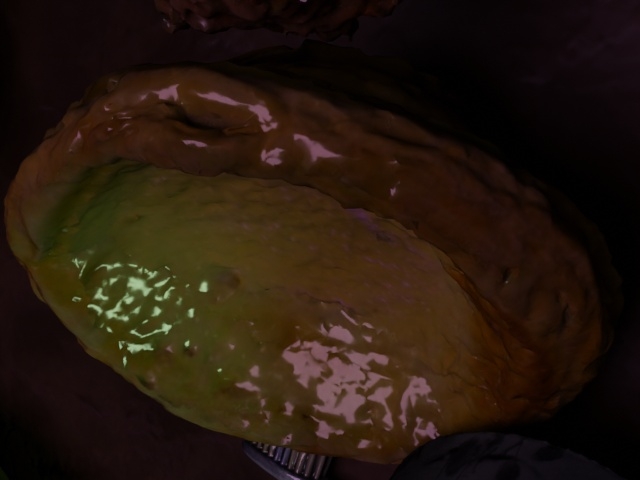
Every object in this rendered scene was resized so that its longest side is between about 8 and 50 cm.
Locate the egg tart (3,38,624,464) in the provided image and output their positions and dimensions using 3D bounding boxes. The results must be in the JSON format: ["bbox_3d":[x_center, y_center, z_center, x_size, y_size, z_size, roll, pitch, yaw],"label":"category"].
[{"bbox_3d":[0.000,0.000,0.608,0.294,0.123,0.294,11,145,8],"label":"egg tart"}]

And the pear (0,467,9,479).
[{"bbox_3d":[-0.352,0.221,0.887,0.292,0.292,0.159,31,148,27],"label":"pear"}]

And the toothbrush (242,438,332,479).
[{"bbox_3d":[0.104,0.177,0.666,0.375,0.028,0.037,24,105,31],"label":"toothbrush"}]

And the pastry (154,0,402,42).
[{"bbox_3d":[-0.018,-0.219,0.530,0.275,0.275,0.193,60,142,11],"label":"pastry"}]

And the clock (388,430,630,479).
[{"bbox_3d":[0.109,0.191,0.610,0.215,0.042,0.215,25,134,28],"label":"clock"}]
